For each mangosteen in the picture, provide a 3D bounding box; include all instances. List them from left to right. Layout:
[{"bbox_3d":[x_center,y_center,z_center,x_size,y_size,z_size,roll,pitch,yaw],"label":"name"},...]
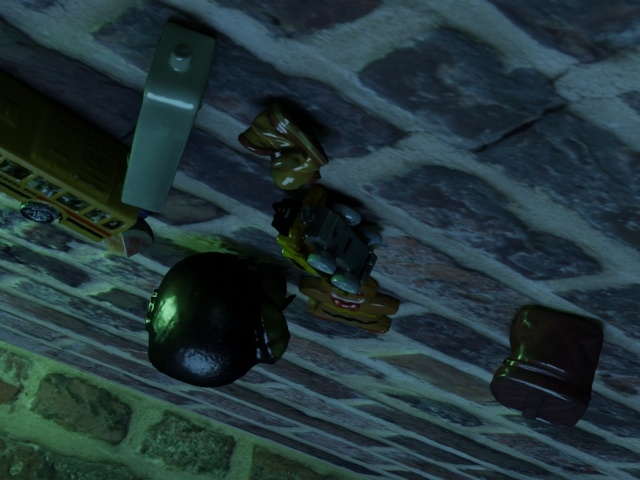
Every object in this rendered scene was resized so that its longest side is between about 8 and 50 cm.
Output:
[{"bbox_3d":[-0.159,0.125,1.763,0.243,0.243,0.243,14,161,5],"label":"mangosteen"}]

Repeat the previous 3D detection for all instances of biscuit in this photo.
[{"bbox_3d":[0.043,0.100,1.793,0.165,0.036,0.250,14,161,4],"label":"biscuit"}]

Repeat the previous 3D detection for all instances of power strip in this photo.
[{"bbox_3d":[-0.172,-0.128,1.231,0.062,0.091,0.385,17,161,-9],"label":"power strip"}]

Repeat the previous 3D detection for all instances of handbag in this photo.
[{"bbox_3d":[0.339,0.196,1.673,0.146,0.135,0.225,17,163,11],"label":"handbag"}]

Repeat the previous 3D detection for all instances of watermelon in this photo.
[{"bbox_3d":[-0.301,-0.014,1.666,0.092,0.072,0.084,26,174,-31],"label":"watermelon"}]

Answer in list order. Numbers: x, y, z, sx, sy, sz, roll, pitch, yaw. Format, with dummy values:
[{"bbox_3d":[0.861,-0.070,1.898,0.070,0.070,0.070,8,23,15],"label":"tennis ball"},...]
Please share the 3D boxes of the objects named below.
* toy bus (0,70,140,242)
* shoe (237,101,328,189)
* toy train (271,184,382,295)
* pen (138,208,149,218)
[{"bbox_3d":[-0.373,-0.117,1.384,0.123,0.121,0.335,-13,147,39],"label":"toy bus"},{"bbox_3d":[-0.042,-0.105,1.227,0.069,0.072,0.109,-30,153,10],"label":"shoe"},{"bbox_3d":[0.000,0.000,1.465,0.127,0.089,0.219,17,165,31],"label":"toy train"},{"bbox_3d":[-0.329,-0.080,1.600,0.025,0.025,0.204,-4,154,46],"label":"pen"}]
